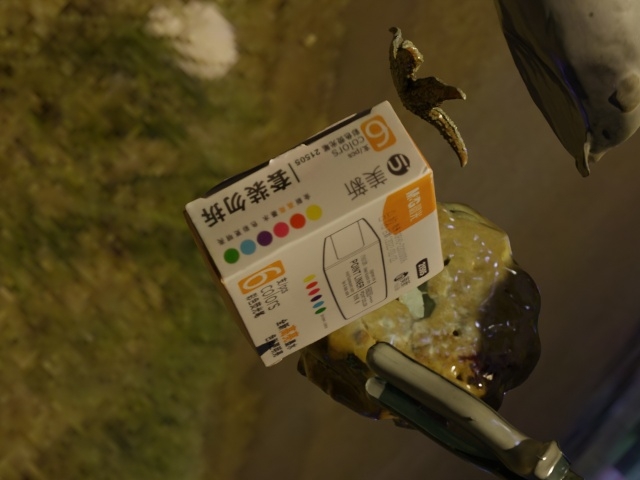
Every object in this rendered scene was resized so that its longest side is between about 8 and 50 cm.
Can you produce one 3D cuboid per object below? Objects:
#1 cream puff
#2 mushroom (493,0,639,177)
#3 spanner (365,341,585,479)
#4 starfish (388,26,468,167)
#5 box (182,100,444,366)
[{"bbox_3d":[0.094,0.105,2.218,0.257,0.324,0.291,131,-32,-62],"label":"cream puff"},{"bbox_3d":[0.164,-0.198,1.213,0.109,0.097,0.351,-14,131,7],"label":"mushroom"},{"bbox_3d":[0.176,0.197,1.648,0.040,0.325,0.096,-49,158,-25],"label":"spanner"},{"bbox_3d":[0.122,-0.160,2.039,0.053,0.176,0.208,-35,-173,0],"label":"starfish"},{"bbox_3d":[0.000,0.000,1.693,0.220,0.091,0.274,-30,158,-3],"label":"box"}]
